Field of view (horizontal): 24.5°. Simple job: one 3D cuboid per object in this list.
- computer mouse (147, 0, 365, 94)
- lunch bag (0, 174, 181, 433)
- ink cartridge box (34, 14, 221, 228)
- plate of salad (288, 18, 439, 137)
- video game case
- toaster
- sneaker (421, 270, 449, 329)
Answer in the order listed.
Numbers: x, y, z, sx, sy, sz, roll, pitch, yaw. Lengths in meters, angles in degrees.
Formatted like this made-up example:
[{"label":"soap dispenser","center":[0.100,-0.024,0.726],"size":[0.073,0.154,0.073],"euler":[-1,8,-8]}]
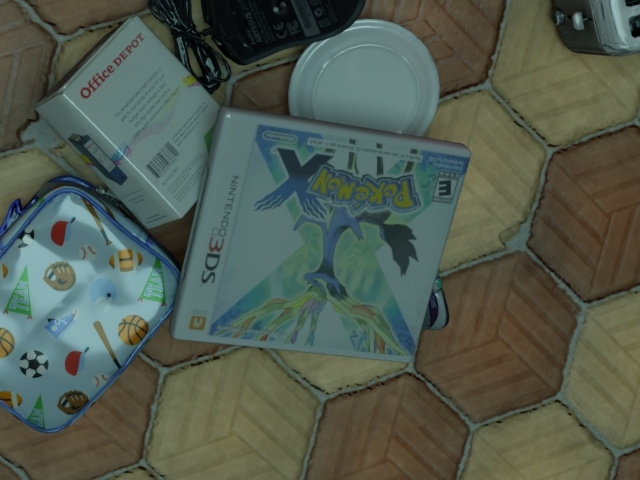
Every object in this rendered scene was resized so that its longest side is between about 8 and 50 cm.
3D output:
[{"label":"computer mouse","center":[-0.069,-0.298,1.818],"size":[0.272,0.072,0.189],"euler":[-13,110,17]},{"label":"lunch bag","center":[-0.332,0.072,1.858],"size":[0.243,0.115,0.303],"euler":[40,94,-14]},{"label":"ink cartridge box","center":[-0.218,-0.145,1.809],"size":[0.212,0.093,0.154],"euler":[48,59,-18]},{"label":"plate of salad","center":[0.055,-0.191,1.905],"size":[0.199,0.048,0.200],"euler":[-4,114,-9]},{"label":"video game case","center":[0.000,0.000,1.835],"size":[0.329,0.036,0.300],"euler":[7,109,-21]},{"label":"toaster","center":[0.419,-0.312,1.895],"size":[0.227,0.146,0.129],"euler":[-15,106,-7]},{"label":"sneaker","center":[0.104,0.023,1.947],"size":[0.098,0.083,0.224],"euler":[-14,106,-3]}]
